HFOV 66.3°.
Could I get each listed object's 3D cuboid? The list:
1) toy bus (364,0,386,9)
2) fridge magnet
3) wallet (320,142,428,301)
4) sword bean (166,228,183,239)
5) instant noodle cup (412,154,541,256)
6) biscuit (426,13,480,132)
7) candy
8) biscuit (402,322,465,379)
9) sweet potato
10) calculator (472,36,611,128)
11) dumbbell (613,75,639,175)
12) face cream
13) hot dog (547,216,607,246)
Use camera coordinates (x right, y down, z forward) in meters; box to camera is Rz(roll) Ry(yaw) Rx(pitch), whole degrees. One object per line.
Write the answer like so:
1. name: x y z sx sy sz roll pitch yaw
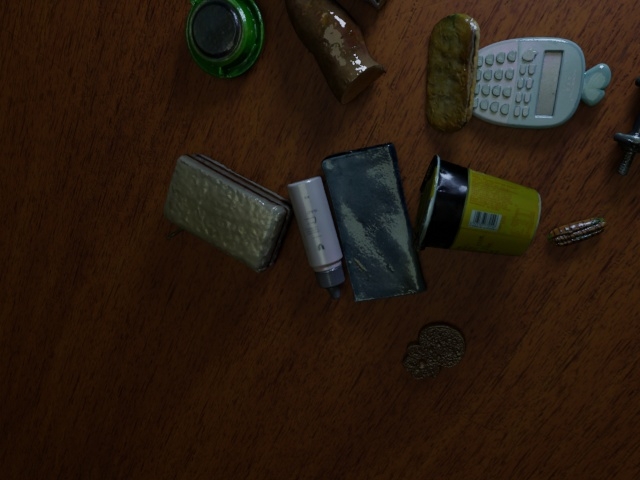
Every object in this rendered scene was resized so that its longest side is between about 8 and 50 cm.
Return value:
1. toy bus: 0.005 -0.630 1.041 0.342 0.138 0.097 37 108 7
2. fridge magnet: -0.232 -0.495 1.169 0.207 0.088 0.208 4 104 15
3. wallet: 0.131 -0.039 1.202 0.190 0.046 0.380 -11 101 19
4. sword bean: -0.405 -0.022 1.380 0.083 0.012 0.012 -26 95 22
5. instant noodle cup: 0.333 -0.060 1.064 0.235 0.215 0.216 12 107 6
6. biscuit: 0.285 -0.360 1.067 0.118 0.028 0.247 17 112 45
7. candy: -0.234 -0.075 1.253 0.320 0.135 0.180 29 108 7
8. biscuit: 0.286 0.280 1.247 0.124 0.026 0.175 47 111 2
9. sweet potato: 0.009 -0.477 1.088 0.131 0.131 0.337 -30 95 21
10. calculator: 0.446 -0.332 1.039 0.294 0.042 0.184 8 105 17
11. dumbbell: 0.651 -0.254 0.978 0.081 0.081 0.254 17 107 12
12. face cream: 0.000 0.000 1.227 0.092 0.092 0.312 -13 100 19
13. hot dog: 0.568 -0.018 1.084 0.122 0.037 0.049 -23 100 22
